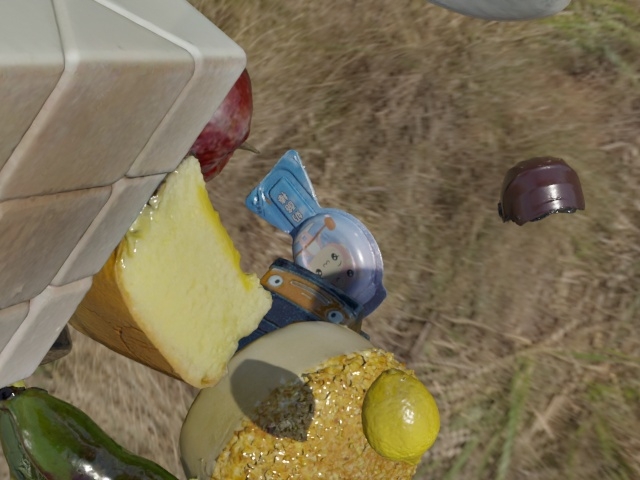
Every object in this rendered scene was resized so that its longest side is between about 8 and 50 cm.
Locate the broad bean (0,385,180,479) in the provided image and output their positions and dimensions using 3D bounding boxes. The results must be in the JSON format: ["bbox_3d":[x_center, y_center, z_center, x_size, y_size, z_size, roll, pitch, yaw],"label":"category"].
[{"bbox_3d":[-0.192,0.233,1.363,0.339,0.061,0.077,36,47,-3],"label":"broad bean"}]

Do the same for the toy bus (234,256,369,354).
[{"bbox_3d":[-0.049,0.197,1.979,0.162,0.323,0.194,30,57,19],"label":"toy bus"}]

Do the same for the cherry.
[{"bbox_3d":[-0.211,-0.185,1.889,0.300,0.230,0.203,21,77,-8],"label":"cherry"}]

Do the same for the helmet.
[{"bbox_3d":[0.249,-0.061,1.626,0.098,0.123,0.070,-12,98,-4],"label":"helmet"}]

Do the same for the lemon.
[{"bbox_3d":[0.066,0.147,1.164,0.065,0.065,0.092,-17,114,-8],"label":"lemon"}]

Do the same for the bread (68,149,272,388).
[{"bbox_3d":[-0.145,0.013,1.148,0.140,0.169,0.160,-52,142,-31],"label":"bread"}]

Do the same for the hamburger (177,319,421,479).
[{"bbox_3d":[-0.013,0.230,1.526,0.276,0.179,0.294,-1,127,-40],"label":"hamburger"}]

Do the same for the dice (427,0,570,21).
[{"bbox_3d":[0.191,-0.433,1.548,0.304,0.304,0.277,29,67,7],"label":"dice"}]

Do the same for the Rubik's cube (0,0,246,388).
[{"bbox_3d":[-0.299,-0.088,0.902,0.322,0.319,0.316,40,109,12],"label":"Rubik's cube"}]

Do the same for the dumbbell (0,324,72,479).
[{"bbox_3d":[-0.405,0.255,1.895,0.204,0.204,0.322,-15,81,-8],"label":"dumbbell"}]

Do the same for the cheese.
[{"bbox_3d":[0.000,0.000,1.948,0.244,0.052,0.135,51,119,12],"label":"cheese"}]
